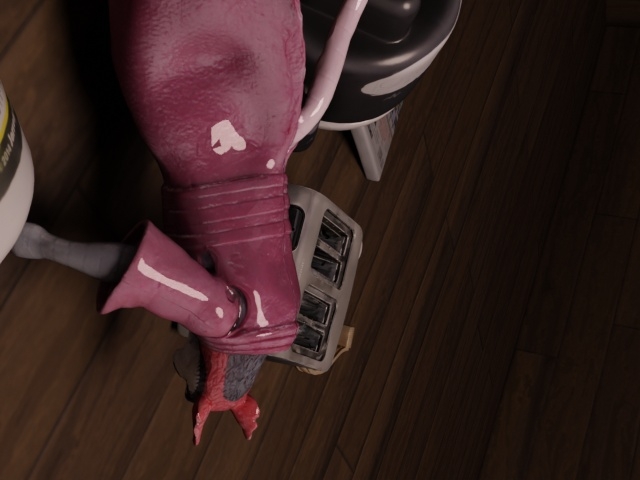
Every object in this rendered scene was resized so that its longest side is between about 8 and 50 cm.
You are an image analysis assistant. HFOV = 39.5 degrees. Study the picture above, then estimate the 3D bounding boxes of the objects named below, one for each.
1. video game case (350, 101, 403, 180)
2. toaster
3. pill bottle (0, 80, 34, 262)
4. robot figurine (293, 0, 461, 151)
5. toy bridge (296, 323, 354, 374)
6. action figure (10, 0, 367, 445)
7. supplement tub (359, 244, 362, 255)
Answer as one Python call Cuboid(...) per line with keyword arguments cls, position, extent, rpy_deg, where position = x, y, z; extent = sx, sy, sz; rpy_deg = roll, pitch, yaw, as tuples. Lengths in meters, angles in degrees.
Cuboid(cls="video game case", position=(0.082, -0.193, 1.152), extent=(0.201, 0.023, 0.183), rpy_deg=(58, 48, -72))
Cuboid(cls="toaster", position=(-0.044, 0.040, 0.894), extent=(0.186, 0.110, 0.168), rpy_deg=(37, 66, -65))
Cuboid(cls="pill bottle", position=(-0.238, -0.116, 0.282), extent=(0.334, 0.188, 0.188), rpy_deg=(77, 32, -41))
Cuboid(cls="robot figurine", position=(0.023, -0.202, 0.801), extent=(0.173, 0.209, 0.278), rpy_deg=(62, -10, 4))
Cuboid(cls="toy bridge", position=(-0.006, 0.137, 1.128), extent=(0.188, 0.026, 0.063), rpy_deg=(11, 90, -67))
Cuboid(cls="action figure", position=(-0.059, -0.033, 0.658), extent=(0.248, 0.276, 0.370), rpy_deg=(-19, 103, -71))
Cuboid(cls="supplement tub", position=(0.000, 0.000, 1.030), extent=(0.107, 0.071, 0.071), rpy_deg=(19, 82, -66))
